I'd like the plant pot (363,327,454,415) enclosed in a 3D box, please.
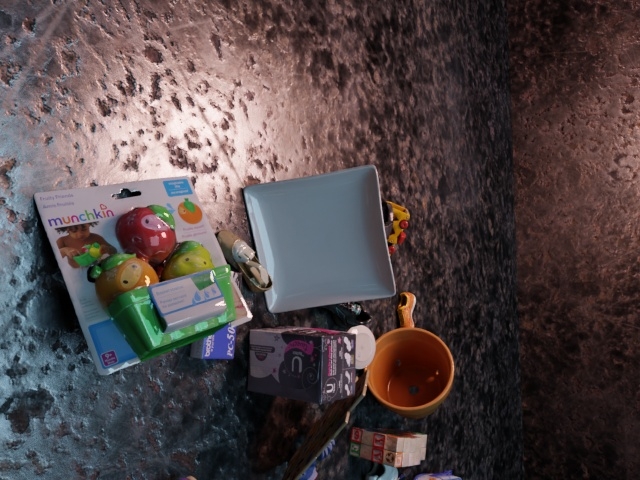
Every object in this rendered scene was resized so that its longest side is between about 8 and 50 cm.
[{"bbox_3d":[0.307,0.471,1.772,0.290,0.291,0.203,-64,150,-32],"label":"plant pot"}]

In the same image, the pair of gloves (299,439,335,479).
[{"bbox_3d":[-0.012,0.611,1.506,0.198,0.023,0.159,-47,141,-37],"label":"pair of gloves"}]

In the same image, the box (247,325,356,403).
[{"bbox_3d":[-0.050,0.303,1.313,0.142,0.247,0.163,7,82,-52],"label":"box"}]

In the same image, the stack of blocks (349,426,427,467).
[{"bbox_3d":[0.250,0.686,1.752,0.297,0.171,0.087,26,68,-50],"label":"stack of blocks"}]

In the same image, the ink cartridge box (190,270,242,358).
[{"bbox_3d":[-0.243,0.172,1.233,0.097,0.046,0.207,15,77,-50],"label":"ink cartridge box"}]

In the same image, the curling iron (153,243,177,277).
[{"bbox_3d":[-0.353,0.052,1.104,0.068,0.035,0.274,57,47,-34],"label":"curling iron"}]

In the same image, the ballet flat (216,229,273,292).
[{"bbox_3d":[-0.179,0.051,1.304,0.206,0.067,0.073,56,49,-34],"label":"ballet flat"}]

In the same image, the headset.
[{"bbox_3d":[0.111,-0.099,1.557,0.394,0.244,0.185,-30,136,-69],"label":"headset"}]

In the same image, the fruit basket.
[{"bbox_3d":[-0.320,0.037,1.006,0.327,0.165,0.353,-14,80,-44],"label":"fruit basket"}]

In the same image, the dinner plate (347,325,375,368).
[{"bbox_3d":[0.132,0.347,1.709,0.141,0.017,0.141,6,80,-35],"label":"dinner plate"}]

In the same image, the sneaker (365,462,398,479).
[{"bbox_3d":[0.177,0.831,1.734,0.115,0.090,0.232,52,40,-29],"label":"sneaker"}]

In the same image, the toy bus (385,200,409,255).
[{"bbox_3d":[0.226,-0.035,1.806,0.104,0.191,0.202,24,61,-3],"label":"toy bus"}]

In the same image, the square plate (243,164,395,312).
[{"bbox_3d":[0.000,0.000,1.363,0.049,0.344,0.347,-66,146,-77],"label":"square plate"}]

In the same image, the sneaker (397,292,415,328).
[{"bbox_3d":[0.311,0.280,1.955,0.067,0.064,0.175,14,71,-31],"label":"sneaker"}]

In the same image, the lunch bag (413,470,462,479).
[{"bbox_3d":[0.458,1.032,2.059,0.303,0.115,0.243,25,66,-48],"label":"lunch bag"}]

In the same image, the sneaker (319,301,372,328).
[{"bbox_3d":[0.060,0.180,1.583,0.267,0.106,0.101,45,56,-40],"label":"sneaker"}]

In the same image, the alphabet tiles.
[{"bbox_3d":[0.012,0.485,1.350,0.342,0.011,0.285,-51,177,10],"label":"alphabet tiles"}]

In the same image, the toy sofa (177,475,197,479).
[{"bbox_3d":[-0.219,0.602,0.988,0.150,0.363,0.177,6,90,-52],"label":"toy sofa"}]

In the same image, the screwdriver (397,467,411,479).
[{"bbox_3d":[0.283,0.871,1.907,0.170,0.025,0.024,-9,95,-53],"label":"screwdriver"}]
